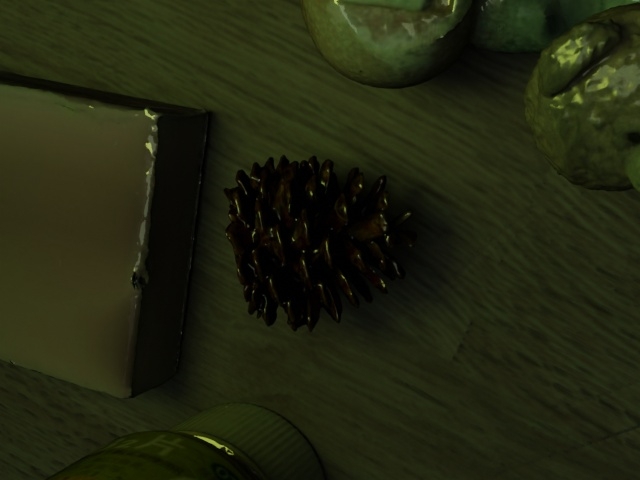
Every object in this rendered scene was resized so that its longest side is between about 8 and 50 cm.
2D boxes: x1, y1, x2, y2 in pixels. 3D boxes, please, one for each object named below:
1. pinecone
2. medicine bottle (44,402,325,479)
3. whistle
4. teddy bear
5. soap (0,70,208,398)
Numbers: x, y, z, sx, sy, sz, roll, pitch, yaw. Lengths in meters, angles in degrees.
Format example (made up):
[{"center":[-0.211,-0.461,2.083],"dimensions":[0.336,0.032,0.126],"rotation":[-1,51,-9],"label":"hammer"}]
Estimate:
[{"center":[0.003,-0.001,0.914],"dimensions":[0.165,0.163,0.162],"rotation":[-6,96,10],"label":"pinecone"},{"center":[-0.148,0.283,0.888],"dimensions":[0.225,0.384,0.224],"rotation":[3,99,23],"label":"medicine bottle"},{"center":[0.127,-0.210,0.842],"dimensions":[0.348,0.189,0.189],"rotation":[6,101,1],"label":"whistle"},{"center":[0.285,-0.122,0.742],"dimensions":[0.267,0.236,0.151],"rotation":[-24,59,3],"label":"teddy bear"},{"center":[-0.275,-0.015,1.048],"dimensions":[0.286,0.107,0.296],"rotation":[15,103,20],"label":"soap"}]
